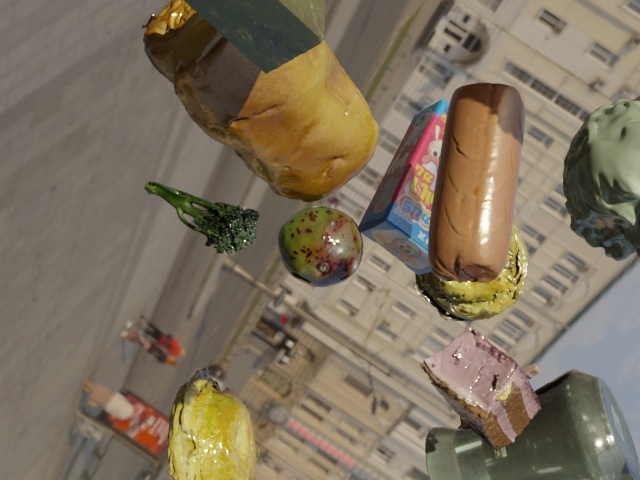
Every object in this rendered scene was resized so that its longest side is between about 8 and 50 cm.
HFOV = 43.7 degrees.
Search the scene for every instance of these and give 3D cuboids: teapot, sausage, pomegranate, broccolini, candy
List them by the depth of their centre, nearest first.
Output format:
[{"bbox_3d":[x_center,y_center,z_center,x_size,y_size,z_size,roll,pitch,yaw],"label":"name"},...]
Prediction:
[{"bbox_3d":[-0.161,-0.033,1.046,0.074,0.201,0.058,-7,110,-48],"label":"broccolini"},{"bbox_3d":[0.002,0.002,1.143,0.130,0.130,0.130,-56,179,-2],"label":"pomegranate"},{"bbox_3d":[0.233,-0.085,1.193,0.121,0.121,0.304,118,-18,-77],"label":"sausage"},{"bbox_3d":[0.388,0.379,1.494,0.344,0.253,0.300,-22,-135,21],"label":"teapot"},{"bbox_3d":[0.210,-0.104,1.529,0.100,0.157,0.305,-22,-145,58],"label":"candy"}]

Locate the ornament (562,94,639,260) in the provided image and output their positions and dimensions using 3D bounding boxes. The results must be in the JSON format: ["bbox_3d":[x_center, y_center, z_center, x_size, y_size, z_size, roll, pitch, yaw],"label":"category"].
[{"bbox_3d":[0.289,-0.057,0.596,0.285,0.130,0.120,-12,119,-42],"label":"ornament"}]

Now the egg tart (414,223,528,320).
[{"bbox_3d":[0.343,0.051,1.850,0.290,0.291,0.107,-57,168,0],"label":"egg tart"}]

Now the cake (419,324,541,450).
[{"bbox_3d":[0.268,0.244,1.211,0.116,0.113,0.295,-47,137,-2],"label":"cake"}]

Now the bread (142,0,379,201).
[{"bbox_3d":[-0.062,-0.191,1.034,0.195,0.149,0.344,-45,138,2],"label":"bread"}]

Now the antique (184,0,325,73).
[{"bbox_3d":[-0.092,-0.261,0.748,0.080,0.221,0.081,-22,-130,32],"label":"antique"}]

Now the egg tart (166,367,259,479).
[{"bbox_3d":[-0.189,0.384,1.477,0.295,0.116,0.294,-6,90,-78],"label":"egg tart"}]
